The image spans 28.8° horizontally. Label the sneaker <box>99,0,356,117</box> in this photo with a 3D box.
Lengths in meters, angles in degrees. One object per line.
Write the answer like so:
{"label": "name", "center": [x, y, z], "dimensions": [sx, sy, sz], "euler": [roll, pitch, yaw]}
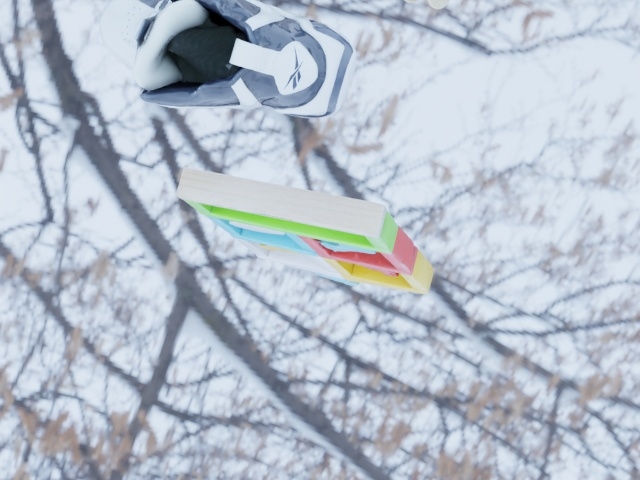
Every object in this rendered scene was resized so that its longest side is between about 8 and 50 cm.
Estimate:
{"label": "sneaker", "center": [-0.106, -0.150, 0.910], "dimensions": [0.235, 0.094, 0.153], "euler": [27, -168, 31]}

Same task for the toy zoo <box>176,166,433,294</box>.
{"label": "toy zoo", "center": [0.000, 0.000, 1.215], "dimensions": [0.192, 0.030, 0.293], "euler": [12, 169, 19]}

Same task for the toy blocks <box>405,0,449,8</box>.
{"label": "toy blocks", "center": [0.102, -0.383, 1.707], "dimensions": [0.148, 0.123, 0.054], "euler": [23, -119, 42]}
